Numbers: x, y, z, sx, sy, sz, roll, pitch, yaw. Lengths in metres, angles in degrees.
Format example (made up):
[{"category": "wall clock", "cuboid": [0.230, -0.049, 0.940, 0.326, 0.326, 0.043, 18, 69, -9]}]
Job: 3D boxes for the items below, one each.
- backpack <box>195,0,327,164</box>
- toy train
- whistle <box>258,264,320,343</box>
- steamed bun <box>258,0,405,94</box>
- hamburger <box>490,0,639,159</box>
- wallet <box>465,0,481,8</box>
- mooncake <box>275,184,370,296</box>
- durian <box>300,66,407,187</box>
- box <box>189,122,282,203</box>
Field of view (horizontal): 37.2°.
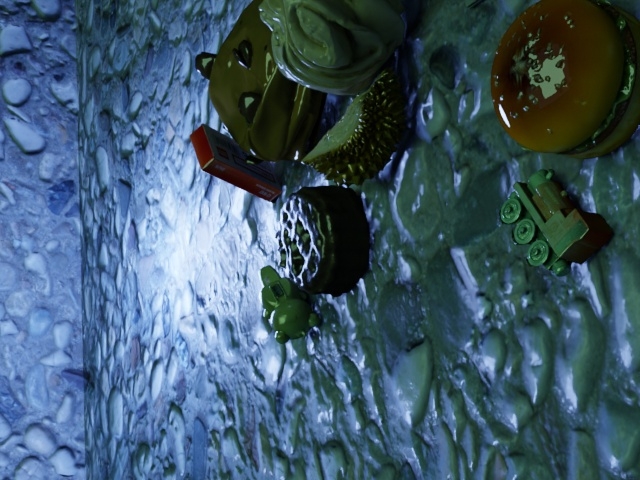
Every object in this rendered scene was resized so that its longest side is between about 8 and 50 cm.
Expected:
[{"category": "backpack", "cuboid": [-0.108, -0.365, 2.060, 0.353, 0.201, 0.378, 46, 128, 46]}, {"category": "toy train", "cuboid": [0.341, -0.031, 1.405, 0.118, 0.074, 0.175, -52, 40, 30]}, {"category": "whistle", "cuboid": [-0.082, 0.135, 2.062, 0.227, 0.105, 0.085, 56, 172, 43]}, {"category": "steamed bun", "cuboid": [0.032, -0.415, 1.750, 0.289, 0.276, 0.203, -68, 25, 11]}, {"category": "hamburger", "cuboid": [0.335, -0.232, 1.336, 0.246, 0.170, 0.246, -6, 83, 56]}, {"category": "wallet", "cuboid": [0.299, -0.472, 1.565, 0.196, 0.020, 0.103, -28, 64, 55]}, {"category": "mooncake", "cuboid": [0.000, 0.000, 1.913, 0.228, 0.124, 0.228, -6, 83, 58]}, {"category": "durian", "cuboid": [0.091, -0.205, 1.785, 0.138, 0.183, 0.249, 43, 129, 9]}, {"category": "box", "cuboid": [-0.187, -0.172, 2.160, 0.050, 0.229, 0.123, -41, 49, 23]}]
